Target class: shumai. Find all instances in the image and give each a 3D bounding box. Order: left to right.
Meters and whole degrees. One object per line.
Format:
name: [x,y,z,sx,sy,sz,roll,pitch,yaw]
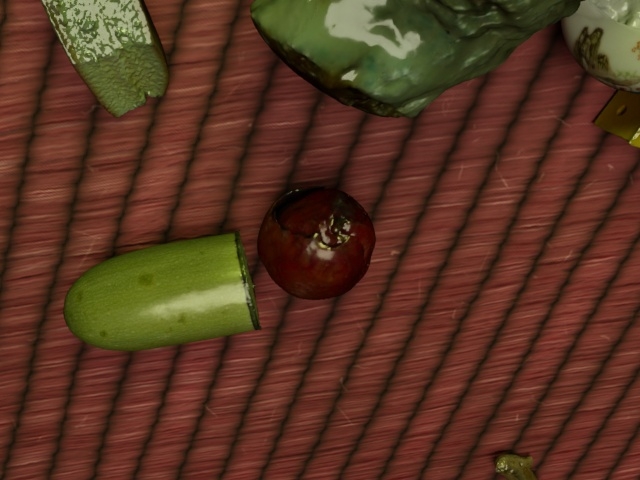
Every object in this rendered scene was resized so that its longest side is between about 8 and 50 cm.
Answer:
shumai: [0.097,-0.285,0.658,0.324,0.397,0.323,55,131,18]

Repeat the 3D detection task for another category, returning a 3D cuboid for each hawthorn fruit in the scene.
hawthorn fruit: [0.000,0.000,0.833,0.148,0.172,0.148,2,81,-14]

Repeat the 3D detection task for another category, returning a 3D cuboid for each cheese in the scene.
cheese: [0.461,-0.144,0.856,0.171,0.093,0.126,30,105,-18]

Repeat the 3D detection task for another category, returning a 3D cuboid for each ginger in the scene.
ginger: [0.330,0.394,1.111,0.057,0.044,0.137,-24,114,24]

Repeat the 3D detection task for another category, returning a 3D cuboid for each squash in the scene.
squash: [-0.206,0.075,0.862,0.247,0.132,0.132,-12,115,-1]

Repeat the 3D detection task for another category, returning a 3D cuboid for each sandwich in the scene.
sandwich: [-0.241,-0.257,0.735,0.094,0.096,0.258,-21,117,-3]

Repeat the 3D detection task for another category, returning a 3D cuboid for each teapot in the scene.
teapot: [0.378,-0.262,0.733,0.298,0.139,0.204,11,80,29]
